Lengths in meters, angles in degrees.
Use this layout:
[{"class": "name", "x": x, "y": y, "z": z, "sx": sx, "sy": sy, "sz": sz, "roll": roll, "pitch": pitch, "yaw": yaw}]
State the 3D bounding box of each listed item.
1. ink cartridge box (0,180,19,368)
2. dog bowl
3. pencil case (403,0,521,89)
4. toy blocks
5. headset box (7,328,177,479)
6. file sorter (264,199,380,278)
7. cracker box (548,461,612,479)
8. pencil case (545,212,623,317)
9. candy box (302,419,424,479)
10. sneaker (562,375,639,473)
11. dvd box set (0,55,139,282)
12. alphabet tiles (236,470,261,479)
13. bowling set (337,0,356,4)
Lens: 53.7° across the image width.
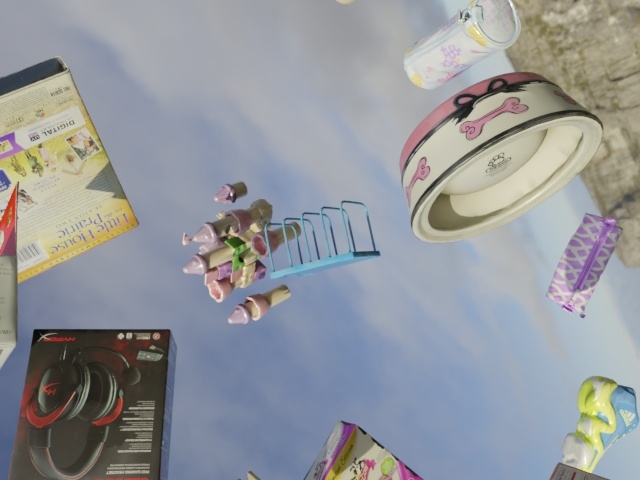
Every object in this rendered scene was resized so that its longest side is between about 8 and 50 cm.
[{"class": "ink cartridge box", "x": -0.487, "y": 0.079, "z": 0.902, "sx": 0.060, "sy": 0.275, "sz": 0.239, "roll": 5, "pitch": -119, "yaw": -35}, {"class": "dog bowl", "x": 0.338, "y": -0.165, "z": 1.265, "sx": 0.408, "sy": 0.407, "sz": 0.150, "roll": 25, "pitch": -143, "yaw": -59}, {"class": "pencil case", "x": 0.279, "y": -0.399, "z": 1.285, "sx": 0.273, "sy": 0.124, "sz": 0.114, "roll": -15, "pitch": 94, "yaw": 68}, {"class": "toy blocks", "x": -0.252, "y": 0.035, "z": 1.615, "sx": 0.260, "sy": 0.289, "sz": 0.309, "roll": -26, "pitch": -128, "yaw": -36}, {"class": "headset box", "x": -0.346, "y": 0.293, "z": 0.985, "sx": 0.110, "sy": 0.217, "sz": 0.294, "roll": 103, "pitch": 168, "yaw": -64}, {"class": "file sorter", "x": 0.000, "y": 0.000, "z": 1.144, "sx": 0.118, "sy": 0.170, "sz": 0.105, "roll": 1, "pitch": -105, "yaw": -61}, {"class": "cracker box", "x": 0.358, "y": 0.361, "z": 0.687, "sx": 0.067, "sy": 0.232, "sz": 0.156, "roll": -24, "pitch": -60, "yaw": -52}, {"class": "pencil case", "x": 0.526, "y": 0.047, "z": 1.264, "sx": 0.206, "sy": 0.086, "sz": 0.088, "roll": -70, "pitch": -16, "yaw": 8}, {"class": "candy box", "x": 0.090, "y": 0.474, "z": 1.198, "sx": 0.233, "sy": 0.071, "sz": 0.159, "roll": 42, "pitch": -115, "yaw": -19}, {"class": "sneaker", "x": 0.577, "y": 0.394, "z": 1.277, "sx": 0.091, "sy": 0.126, "sz": 0.240, "roll": -104, "pitch": 22, "yaw": -74}, {"class": "dvd box set", "x": -0.556, "y": -0.113, "z": 1.216, "sx": 0.062, "sy": 0.307, "sz": 0.421, "roll": 51, "pitch": 161, "yaw": 34}, {"class": "alphabet tiles", "x": -0.055, "y": 0.602, "z": 1.182, "sx": 0.011, "sy": 0.285, "sz": 0.343, "roll": -25, "pitch": -62, "yaw": -34}, {"class": "bowling set", "x": 0.020, "y": -0.522, "z": 0.962, "sx": 0.287, "sy": 0.154, "sz": 0.200, "roll": 44, "pitch": -145, "yaw": -11}]
